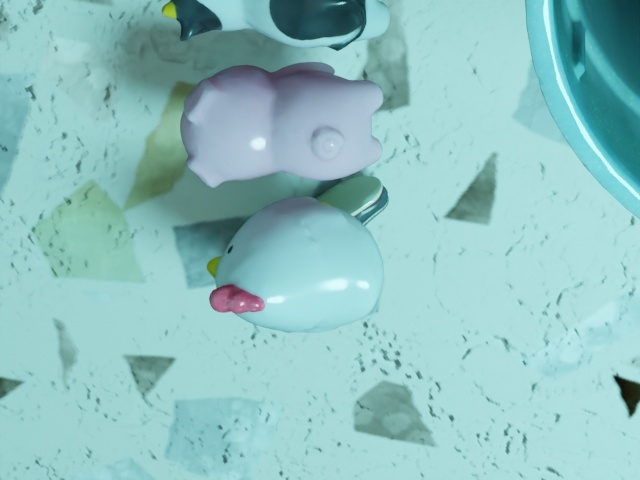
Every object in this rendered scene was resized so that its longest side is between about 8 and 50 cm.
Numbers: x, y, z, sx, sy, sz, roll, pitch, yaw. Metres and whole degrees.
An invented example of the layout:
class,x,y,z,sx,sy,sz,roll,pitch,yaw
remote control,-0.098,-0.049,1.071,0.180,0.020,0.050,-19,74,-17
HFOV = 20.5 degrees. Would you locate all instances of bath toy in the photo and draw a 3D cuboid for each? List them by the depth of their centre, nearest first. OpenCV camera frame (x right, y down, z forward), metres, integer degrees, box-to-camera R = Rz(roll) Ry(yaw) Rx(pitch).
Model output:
class,x,y,z,sx,sy,sz,roll,pitch,yaw
bath toy,-0.038,-0.095,1.192,0.151,0.129,0.348,16,117,43

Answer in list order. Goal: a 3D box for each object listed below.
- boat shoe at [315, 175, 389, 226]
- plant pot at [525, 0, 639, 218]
class,x,y,z,sx,sy,sz,roll,pitch,yaw
boat shoe,0.000,0.000,1.318,0.137,0.049,0.043,-34,117,23
plant pot,0.281,-0.210,1.014,0.341,0.334,0.341,1,121,2
